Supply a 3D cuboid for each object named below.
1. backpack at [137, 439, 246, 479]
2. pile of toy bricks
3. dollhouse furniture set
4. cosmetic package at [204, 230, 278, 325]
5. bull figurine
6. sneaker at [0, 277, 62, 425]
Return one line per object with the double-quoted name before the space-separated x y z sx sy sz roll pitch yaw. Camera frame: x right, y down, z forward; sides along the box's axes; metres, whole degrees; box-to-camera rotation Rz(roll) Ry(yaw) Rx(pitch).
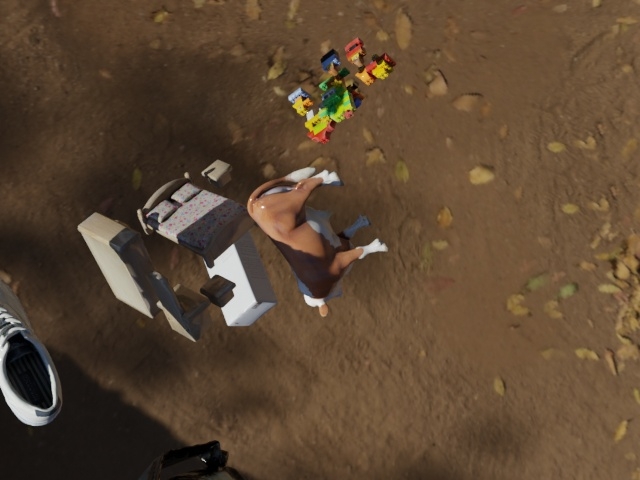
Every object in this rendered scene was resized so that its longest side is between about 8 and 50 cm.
"backpack" -0.114 0.238 0.575 0.115 0.182 0.152 44 81 12
"pile of toy bricks" 0.035 -0.256 1.362 0.212 0.105 0.118 -32 142 29
"dollhouse furniture set" -0.220 -0.046 1.344 0.303 0.355 0.174 23 145 34
"cosmetic package" -0.202 0.084 1.861 0.117 0.085 0.231 -40 61 31
"bull figurine" 0.000 0.000 1.363 0.188 0.101 0.310 -33 128 5
"sneaker" -0.425 0.131 1.032 0.258 0.094 0.091 56 142 -2
